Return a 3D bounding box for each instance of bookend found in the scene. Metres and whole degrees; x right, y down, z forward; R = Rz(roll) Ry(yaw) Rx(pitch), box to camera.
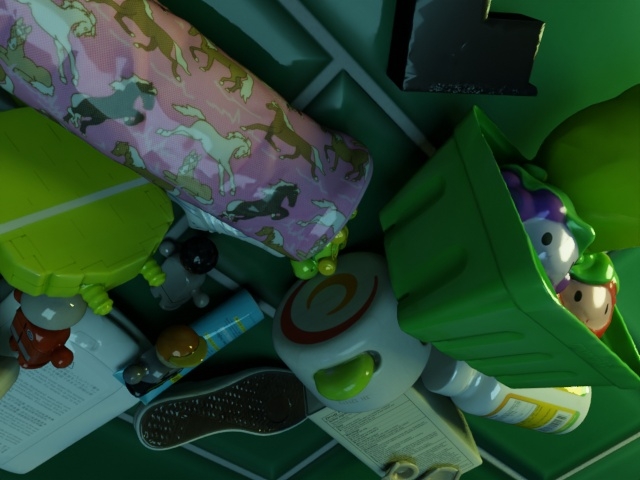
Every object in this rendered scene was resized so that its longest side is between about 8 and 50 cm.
[{"bbox_3d":[0.162,-0.242,0.539,0.156,0.072,0.157,-1,122,-8],"label":"bookend"}]

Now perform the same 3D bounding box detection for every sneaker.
[{"bbox_3d":[-0.151,0.256,0.822,0.290,0.123,0.106,1,85,-26],"label":"sneaker"},{"bbox_3d":[-0.121,-0.034,0.648,0.190,0.071,0.083,39,118,-18],"label":"sneaker"}]

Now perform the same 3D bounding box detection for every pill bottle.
[{"bbox_3d":[0.288,0.217,0.811,0.245,0.136,0.136,19,118,-18],"label":"pill bottle"}]

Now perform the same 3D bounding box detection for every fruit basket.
[{"bbox_3d":[0.299,-0.007,0.584,0.391,0.283,0.392,-3,144,-2],"label":"fruit basket"}]

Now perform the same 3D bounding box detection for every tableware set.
[{"bbox_3d":[0.149,0.420,0.862,0.168,0.020,0.141,19,120,-17],"label":"tableware set"}]

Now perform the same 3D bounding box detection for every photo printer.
[{"bbox_3d":[-0.405,0.182,0.719,0.307,0.107,0.256,-34,121,14],"label":"photo printer"}]

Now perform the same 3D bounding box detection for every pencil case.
[{"bbox_3d":[-0.124,-0.130,0.515,0.386,0.160,0.167,34,100,-27],"label":"pencil case"}]

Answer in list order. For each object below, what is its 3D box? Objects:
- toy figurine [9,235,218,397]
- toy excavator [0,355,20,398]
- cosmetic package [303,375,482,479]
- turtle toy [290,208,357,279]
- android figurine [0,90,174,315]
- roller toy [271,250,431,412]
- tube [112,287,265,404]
[{"bbox_3d":[-0.229,0.059,0.598,0.209,0.213,0.148,27,132,-22],"label":"toy figurine"},{"bbox_3d":[-0.472,-0.042,0.446,0.445,0.222,0.433,29,117,-8],"label":"toy excavator"},{"bbox_3d":[0.123,0.293,0.854,0.160,0.113,0.309,-32,120,14],"label":"cosmetic package"},{"bbox_3d":[0.000,0.000,0.671,0.066,0.095,0.130,20,121,4],"label":"turtle toy"},{"bbox_3d":[-0.261,-0.052,0.504,0.273,0.248,0.056,50,133,5],"label":"android figurine"},{"bbox_3d":[0.047,0.123,0.690,0.209,0.191,0.146,-48,123,-22],"label":"roller toy"},{"bbox_3d":[-0.177,0.146,0.713,0.207,0.052,0.080,-34,125,-11],"label":"tube"}]
